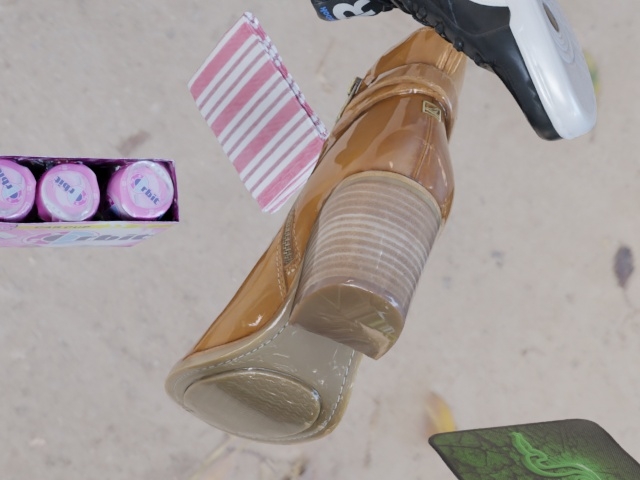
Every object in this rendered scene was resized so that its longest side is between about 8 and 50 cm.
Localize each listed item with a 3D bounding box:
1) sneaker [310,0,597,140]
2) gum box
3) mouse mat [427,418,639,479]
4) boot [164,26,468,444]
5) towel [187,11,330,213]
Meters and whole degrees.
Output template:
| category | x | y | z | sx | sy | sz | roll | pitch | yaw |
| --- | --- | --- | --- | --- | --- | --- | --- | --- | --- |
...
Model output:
| category | x | y | z | sx | sy | sz | roll | pitch | yaw |
| --- | --- | --- | --- | --- | --- | --- | --- | --- | --- |
| sneaker | 0.060 | -0.130 | 0.709 | 0.121 | 0.217 | 0.079 | -29 | 162 | 22 |
| gum box | -0.234 | -0.033 | 1.140 | 0.188 | 0.107 | 0.062 | -1 | 79 | -32 |
| mouse mat | 0.183 | 0.184 | 0.971 | 0.152 | 0.190 | 0.007 | -3 | 111 | -18 |
| boot | 0.000 | 0.000 | 0.845 | 0.109 | 0.283 | 0.220 | 25 | 54 | -9 |
| towel | -0.069 | -0.145 | 1.474 | 0.029 | 0.197 | 0.144 | -21 | 166 | -46 |
